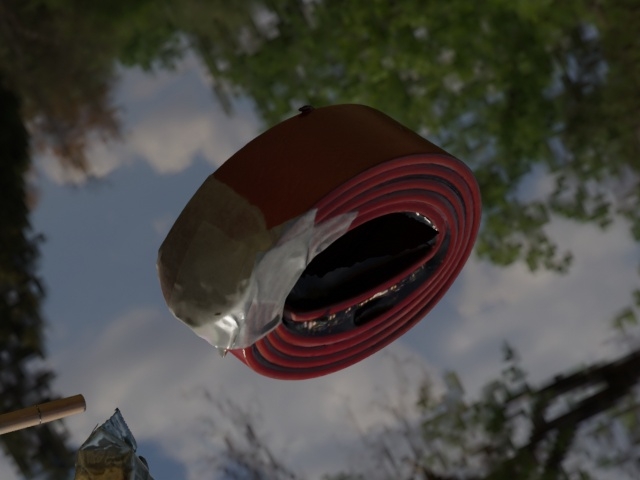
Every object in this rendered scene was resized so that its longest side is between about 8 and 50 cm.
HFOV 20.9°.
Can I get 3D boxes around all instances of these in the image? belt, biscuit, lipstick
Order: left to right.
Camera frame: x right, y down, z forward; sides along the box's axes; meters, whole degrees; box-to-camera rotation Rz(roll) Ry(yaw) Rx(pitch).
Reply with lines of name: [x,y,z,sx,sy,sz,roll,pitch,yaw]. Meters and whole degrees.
lipstick: [-0.268,0.165,1.638,0.094,0.019,0.019,-13,-174,-28]
biscuit: [-0.236,0.361,1.917,0.079,0.186,0.309,1,-115,9]
belt: [0.000,0.000,1.546,0.324,0.227,0.115,-17,-140,-42]
